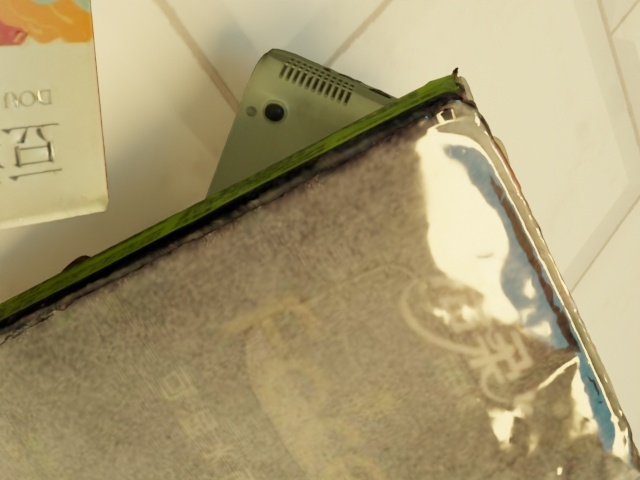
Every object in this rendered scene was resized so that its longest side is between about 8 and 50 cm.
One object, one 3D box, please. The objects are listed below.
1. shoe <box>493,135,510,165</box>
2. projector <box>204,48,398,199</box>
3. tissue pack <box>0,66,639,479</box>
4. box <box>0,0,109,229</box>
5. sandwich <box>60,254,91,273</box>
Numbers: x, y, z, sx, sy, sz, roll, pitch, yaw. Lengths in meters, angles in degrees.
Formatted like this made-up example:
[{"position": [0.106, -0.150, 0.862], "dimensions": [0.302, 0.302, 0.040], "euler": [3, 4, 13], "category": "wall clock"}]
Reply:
[{"position": [0.113, -0.057, 0.775], "dimensions": [0.342, 0.132, 0.211], "euler": [48, 55, -29], "category": "shoe"}, {"position": [0.000, 0.000, 0.605], "dimensions": [0.198, 0.108, 0.250], "euler": [24, 111, -3], "category": "projector"}, {"position": [-0.022, 0.102, 0.516], "dimensions": [0.394, 0.124, 0.288], "euler": [-26, 107, 11], "category": "tissue pack"}, {"position": [-0.305, -0.183, 0.373], "dimensions": [0.344, 0.122, 0.385], "euler": [-14, 114, -36], "category": "box"}, {"position": [-0.203, 0.078, 0.612], "dimensions": [0.067, 0.029, 0.135], "euler": [-12, 111, -42], "category": "sandwich"}]
